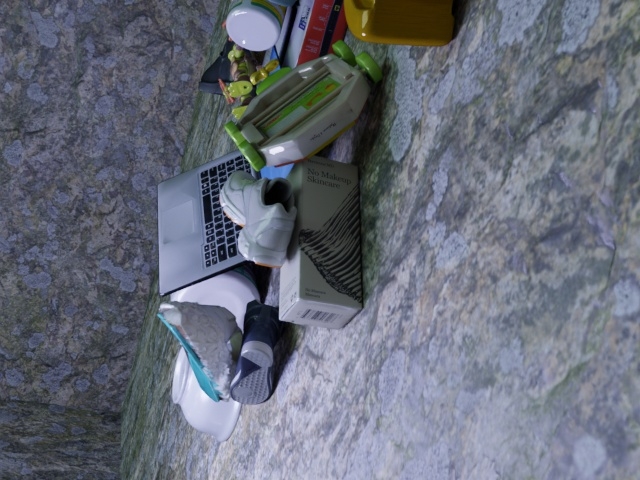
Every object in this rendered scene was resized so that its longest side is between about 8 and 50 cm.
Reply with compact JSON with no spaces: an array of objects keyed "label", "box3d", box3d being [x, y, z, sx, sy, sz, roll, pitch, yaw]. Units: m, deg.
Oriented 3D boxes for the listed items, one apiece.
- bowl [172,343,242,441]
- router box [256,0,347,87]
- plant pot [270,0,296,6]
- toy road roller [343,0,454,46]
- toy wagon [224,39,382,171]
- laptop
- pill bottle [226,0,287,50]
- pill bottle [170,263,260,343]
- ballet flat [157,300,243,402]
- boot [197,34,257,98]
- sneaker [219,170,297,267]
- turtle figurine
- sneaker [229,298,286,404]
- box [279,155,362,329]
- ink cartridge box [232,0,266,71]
[{"label":"bowl","box3d":[-0.279,0.331,1.811,0.298,0.134,0.298,-168,90,-72]},{"label":"router box","box3d":[-0.039,-0.439,1.641,0.335,0.082,0.301,-123,47,-64]},{"label":"plant pot","box3d":[-0.079,-0.647,1.388,0.334,0.341,0.341,-58,25,22]},{"label":"toy road roller","box3d":[0.099,-0.404,1.051,0.329,0.202,0.241,-132,45,-65]},{"label":"toy wagon","box3d":[-0.044,-0.251,1.332,0.267,0.068,0.344,-37,31,0]},{"label":"laptop","box3d":[-0.213,-0.153,1.571,0.382,0.407,0.236,-104,-10,-48]},{"label":"pill bottle","box3d":[-0.127,-0.523,1.615,0.117,0.117,0.209,129,156,-54]},{"label":"pill bottle","box3d":[-0.265,0.072,1.812,0.361,0.204,0.204,-112,38,-57]},{"label":"ballet flat","box3d":[-0.225,0.204,1.525,0.409,0.146,0.147,84,-175,-60]},{"label":"boot","box3d":[-0.239,-0.657,2.246,0.367,0.146,0.445,25,107,61]},{"label":"sneaker","box3d":[-0.091,-0.066,1.240,0.121,0.099,0.262,-62,31,21]},{"label":"turtle figurine","box3d":[-0.192,-0.393,1.799,0.270,0.087,0.217,105,160,-47]},{"label":"sneaker","box3d":[-0.127,0.222,1.517,0.226,0.086,0.163,109,171,-46]},{"label":"box","box3d":[0.000,0.000,1.227,0.094,0.113,0.275,129,146,-54]},{"label":"ink cartridge box","box3d":[-0.150,-0.563,1.863,0.193,0.088,0.235,-98,-8,-45]}]
